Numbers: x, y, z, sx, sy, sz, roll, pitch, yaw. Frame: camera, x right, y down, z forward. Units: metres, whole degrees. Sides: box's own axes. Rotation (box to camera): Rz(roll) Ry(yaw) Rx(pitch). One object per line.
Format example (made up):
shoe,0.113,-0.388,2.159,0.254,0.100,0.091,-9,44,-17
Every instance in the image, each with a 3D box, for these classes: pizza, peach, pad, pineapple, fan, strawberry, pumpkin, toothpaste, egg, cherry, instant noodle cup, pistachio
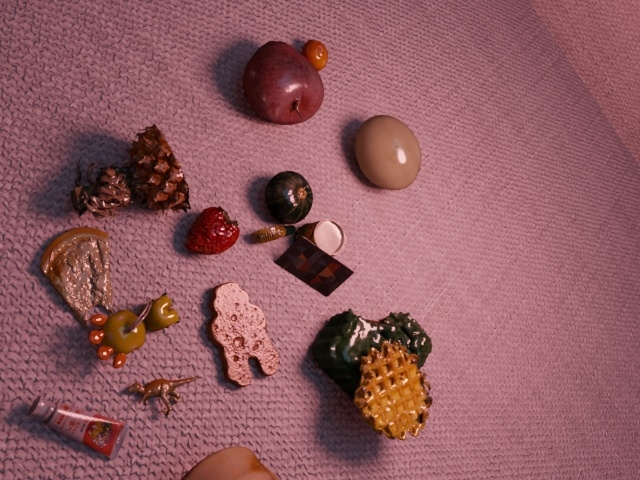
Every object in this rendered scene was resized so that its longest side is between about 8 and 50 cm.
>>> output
pizza,-0.610,0.094,1.540,0.181,0.034,0.262,-9,81,-34
peach,-0.021,-0.639,2.097,0.100,0.100,0.101,10,70,-29
pad,-0.018,0.083,1.859,0.211,0.143,0.003,34,33,-19
pineapple,-0.515,-0.148,1.582,0.271,0.262,0.263,-24,89,-22
fan,-0.135,-0.022,1.852,0.155,0.082,0.039,-14,88,-45
strawberry,-0.305,-0.019,1.723,0.131,0.131,0.148,38,89,-17
pumpkin,-0.096,-0.132,1.874,0.167,0.125,0.167,24,52,-35
toothpaste,-0.577,0.442,1.450,0.234,0.057,0.089,36,58,-27
egg,0.232,-0.301,2.080,0.219,0.219,0.270,-20,91,-35
cherry,-0.125,-0.498,1.918,0.261,0.221,0.308,-2,64,-41
instant noodle cup,0.000,0.000,1.898,0.151,0.122,0.152,9,70,-27
pistachio,-0.218,0.723,1.465,0.365,0.281,0.446,3,91,-27

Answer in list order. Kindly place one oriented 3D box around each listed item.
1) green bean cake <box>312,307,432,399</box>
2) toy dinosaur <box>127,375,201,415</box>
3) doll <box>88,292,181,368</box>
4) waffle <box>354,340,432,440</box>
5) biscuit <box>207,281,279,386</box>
green bean cake,0.166,0.333,1.872,0.308,0.169,0.300,45,59,-12
toy dinosaur,-0.407,0.375,1.580,0.126,0.039,0.162,47,56,-10
doll,-0.475,0.224,1.524,0.220,0.135,0.143,-26,92,-47
waffle,0.218,0.434,1.747,0.280,0.060,0.262,30,71,-21
biscuit,-0.229,0.262,1.724,0.185,0.044,0.295,-14,84,-38
